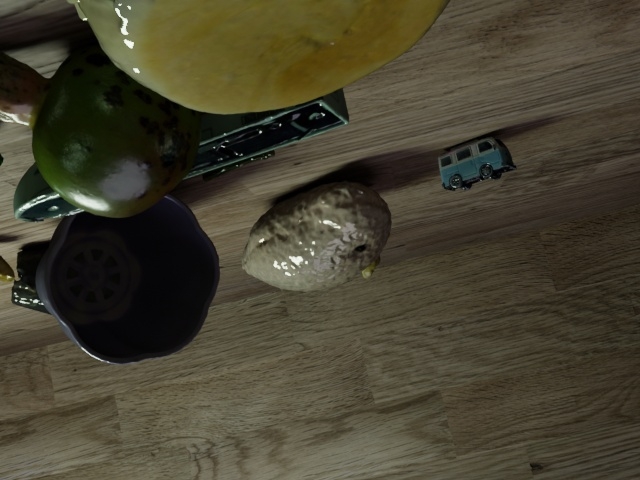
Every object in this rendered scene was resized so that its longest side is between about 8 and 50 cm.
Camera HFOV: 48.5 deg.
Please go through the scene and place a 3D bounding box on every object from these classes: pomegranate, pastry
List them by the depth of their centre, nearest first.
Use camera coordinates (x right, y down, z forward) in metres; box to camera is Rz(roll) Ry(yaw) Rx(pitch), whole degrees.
[{"bbox_3d":[-0.027,-0.182,0.437,0.264,0.133,0.265,-13,170,-2],"label":"pastry"},{"bbox_3d":[-0.205,-0.108,0.641,0.205,0.159,0.159,20,156,-23],"label":"pomegranate"}]

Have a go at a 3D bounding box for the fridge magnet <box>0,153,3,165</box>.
[{"bbox_3d":[-0.421,-0.042,0.716,0.207,0.088,0.208,-16,-158,7],"label":"fridge magnet"}]

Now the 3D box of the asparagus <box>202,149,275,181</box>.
[{"bbox_3d":[-0.121,-0.112,1.051,0.127,0.018,0.015,-17,-156,25],"label":"asparagus"}]

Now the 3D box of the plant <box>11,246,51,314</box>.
[{"bbox_3d":[-0.439,0.079,1.331,0.255,0.165,0.142,5,163,-25],"label":"plant"}]

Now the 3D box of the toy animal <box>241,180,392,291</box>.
[{"bbox_3d":[-0.005,0.002,1.349,0.358,0.188,0.226,-20,162,39],"label":"toy animal"}]

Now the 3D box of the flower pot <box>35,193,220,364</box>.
[{"bbox_3d":[-0.326,0.058,1.140,0.265,0.265,0.243,-7,179,-31],"label":"flower pot"}]

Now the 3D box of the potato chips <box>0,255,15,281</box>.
[{"bbox_3d":[-0.639,0.034,1.051,0.057,0.080,0.407,1,-179,35],"label":"potato chips"}]

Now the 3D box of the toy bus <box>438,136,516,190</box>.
[{"bbox_3d":[0.271,-0.136,1.242,0.122,0.075,0.060,-19,169,30],"label":"toy bus"}]

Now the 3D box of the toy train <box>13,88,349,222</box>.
[{"bbox_3d":[-0.174,-0.112,0.774,0.406,0.088,0.086,-16,168,19],"label":"toy train"}]
